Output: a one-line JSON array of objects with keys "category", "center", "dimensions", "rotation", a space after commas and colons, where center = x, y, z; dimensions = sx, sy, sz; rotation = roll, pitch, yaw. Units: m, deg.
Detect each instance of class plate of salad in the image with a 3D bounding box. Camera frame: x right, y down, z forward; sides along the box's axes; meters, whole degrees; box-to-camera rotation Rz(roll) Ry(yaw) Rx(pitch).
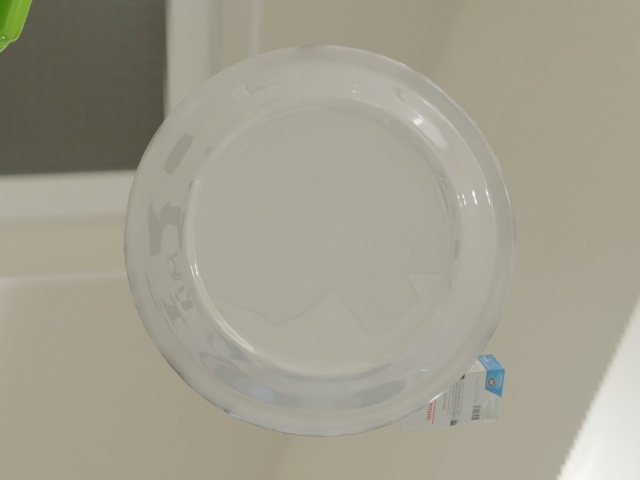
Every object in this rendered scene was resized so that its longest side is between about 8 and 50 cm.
[{"category": "plate of salad", "center": [0.000, 0.000, 0.832], "dimensions": [0.048, 0.200, 0.199], "rotation": [133, -47, -82]}]

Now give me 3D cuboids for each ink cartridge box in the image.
[{"category": "ink cartridge box", "center": [0.099, 0.119, 1.271], "dimensions": [0.028, 0.083, 0.048], "rotation": [-126, -144, -60]}]

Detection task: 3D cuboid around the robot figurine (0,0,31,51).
[{"category": "robot figurine", "center": [-0.195, -0.123, 0.810], "dimensions": [0.115, 0.101, 0.067], "rotation": [7, -102, 36]}]
